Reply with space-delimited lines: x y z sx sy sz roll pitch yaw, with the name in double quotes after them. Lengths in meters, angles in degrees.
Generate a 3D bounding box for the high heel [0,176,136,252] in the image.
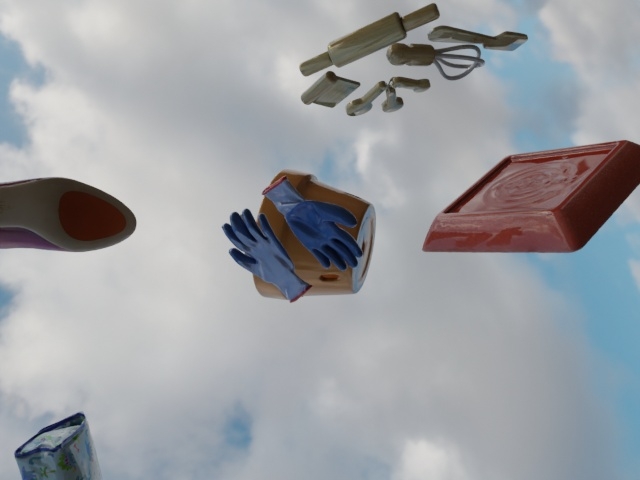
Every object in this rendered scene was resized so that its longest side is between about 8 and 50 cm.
-0.514 -0.040 1.095 0.377 0.181 0.127 10 -103 -39 "high heel"

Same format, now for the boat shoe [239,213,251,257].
-0.115 0.002 1.082 0.035 0.035 0.100 -18 -91 -8 "boat shoe"

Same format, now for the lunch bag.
-0.391 0.350 1.004 0.151 0.096 0.129 -48 -52 -81 "lunch bag"

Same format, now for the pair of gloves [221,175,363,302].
-0.038 -0.001 0.874 0.159 0.198 0.023 46 -142 -11 "pair of gloves"

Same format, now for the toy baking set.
0.101 -0.212 0.760 0.197 0.256 0.030 9 -115 -60 "toy baking set"

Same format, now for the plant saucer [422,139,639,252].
0.304 -0.069 0.928 0.259 0.258 0.048 -37 -69 -32 "plant saucer"

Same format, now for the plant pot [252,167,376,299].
0.000 0.000 1.415 0.203 0.291 0.291 10 -143 15 "plant pot"
